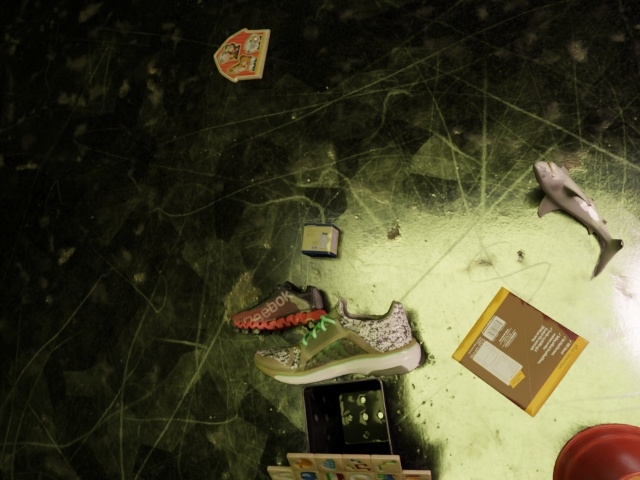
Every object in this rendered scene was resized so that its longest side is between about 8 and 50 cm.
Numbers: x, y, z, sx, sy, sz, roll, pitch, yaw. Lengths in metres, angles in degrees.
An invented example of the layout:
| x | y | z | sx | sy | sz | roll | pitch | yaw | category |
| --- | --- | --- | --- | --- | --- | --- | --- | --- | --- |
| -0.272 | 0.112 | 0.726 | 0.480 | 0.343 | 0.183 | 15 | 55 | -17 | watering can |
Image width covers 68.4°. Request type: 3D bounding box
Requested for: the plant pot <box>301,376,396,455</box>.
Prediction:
| x | y | z | sx | sy | sz | roll | pitch | yaw | category |
| --- | --- | --- | --- | --- | --- | --- | --- | --- | --- |
| 0.081 | 0.417 | 1.088 | 0.187 | 0.167 | 0.188 | -12 | 75 | 17 | plant pot |

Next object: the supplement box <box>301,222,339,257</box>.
| x | y | z | sx | sy | sz | roll | pitch | yaw | category |
| --- | --- | --- | --- | --- | --- | --- | --- | --- | --- |
| 0.000 | 0.000 | 1.274 | 0.083 | 0.056 | 0.083 | 2 | 79 | 21 | supplement box |

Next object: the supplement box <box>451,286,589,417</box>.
| x | y | z | sx | sy | sz | roll | pitch | yaw | category |
| --- | --- | --- | --- | --- | --- | --- | --- | --- | --- |
| 0.425 | 0.237 | 1.021 | 0.194 | 0.129 | 0.191 | 36 | 91 | 24 | supplement box |

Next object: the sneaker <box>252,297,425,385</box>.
| x | y | z | sx | sy | sz | roll | pitch | yaw | category |
| --- | --- | --- | --- | --- | --- | --- | --- | --- | --- |
| 0.033 | 0.227 | 1.132 | 0.410 | 0.158 | 0.182 | -8 | 94 | 8 | sneaker |

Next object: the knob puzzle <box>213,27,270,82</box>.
| x | y | z | sx | sy | sz | roll | pitch | yaw | category |
| --- | --- | --- | --- | --- | --- | --- | --- | --- | --- |
| -0.268 | -0.608 | 1.531 | 0.213 | 0.030 | 0.213 | -5 | 76 | 20 | knob puzzle |

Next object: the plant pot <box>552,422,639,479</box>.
| x | y | z | sx | sy | sz | roll | pitch | yaw | category |
| --- | --- | --- | --- | --- | --- | --- | --- | --- | --- |
| 0.575 | 0.486 | 0.834 | 0.272 | 0.265 | 0.272 | -5 | 76 | 20 | plant pot |

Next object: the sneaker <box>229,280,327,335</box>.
| x | y | z | sx | sy | sz | roll | pitch | yaw | category |
| --- | --- | --- | --- | --- | --- | --- | --- | --- | --- |
| -0.115 | 0.181 | 1.254 | 0.276 | 0.097 | 0.135 | -10 | 75 | 16 | sneaker |

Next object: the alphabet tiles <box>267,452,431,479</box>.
| x | y | z | sx | sy | sz | roll | pitch | yaw | category |
| --- | --- | --- | --- | --- | --- | --- | --- | --- | --- |
| 0.068 | 0.537 | 1.018 | 0.342 | 0.285 | 0.011 | -5 | 38 | 12 | alphabet tiles |

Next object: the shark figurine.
| x | y | z | sx | sy | sz | roll | pitch | yaw | category |
| --- | --- | --- | --- | --- | --- | --- | --- | --- | --- |
| 0.566 | -0.064 | 1.075 | 0.116 | 0.166 | 0.278 | -41 | 84 | 34 | shark figurine |
